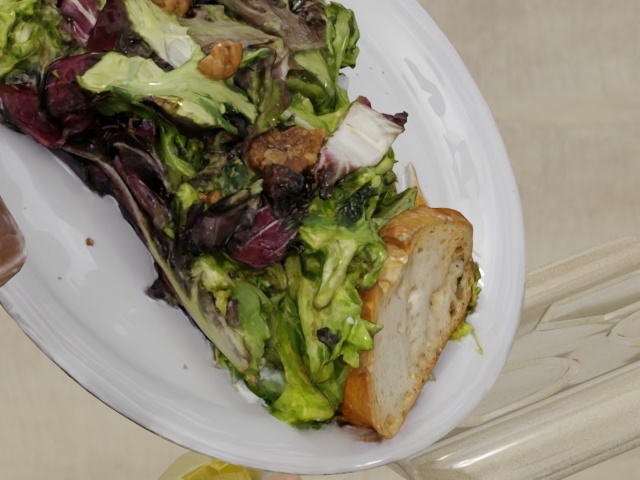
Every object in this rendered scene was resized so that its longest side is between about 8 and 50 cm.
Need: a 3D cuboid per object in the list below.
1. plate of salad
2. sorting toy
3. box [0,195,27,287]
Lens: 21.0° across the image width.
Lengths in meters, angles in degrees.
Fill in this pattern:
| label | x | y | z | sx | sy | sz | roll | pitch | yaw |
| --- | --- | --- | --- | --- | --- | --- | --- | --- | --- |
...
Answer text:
| label | x | y | z | sx | sy | sz | roll | pitch | yaw |
| --- | --- | --- | --- | --- | --- | --- | --- | --- | --- |
| plate of salad | -0.016 | -0.031 | 0.488 | 0.200 | 0.048 | 0.200 | 17 | 56 | -26 |
| sorting toy | 0.068 | 0.075 | 0.780 | 0.307 | 0.229 | 0.041 | -21 | 101 | -11 |
| box | -0.236 | 0.039 | 0.409 | 0.191 | 0.381 | 0.143 | -30 | 87 | -35 |
